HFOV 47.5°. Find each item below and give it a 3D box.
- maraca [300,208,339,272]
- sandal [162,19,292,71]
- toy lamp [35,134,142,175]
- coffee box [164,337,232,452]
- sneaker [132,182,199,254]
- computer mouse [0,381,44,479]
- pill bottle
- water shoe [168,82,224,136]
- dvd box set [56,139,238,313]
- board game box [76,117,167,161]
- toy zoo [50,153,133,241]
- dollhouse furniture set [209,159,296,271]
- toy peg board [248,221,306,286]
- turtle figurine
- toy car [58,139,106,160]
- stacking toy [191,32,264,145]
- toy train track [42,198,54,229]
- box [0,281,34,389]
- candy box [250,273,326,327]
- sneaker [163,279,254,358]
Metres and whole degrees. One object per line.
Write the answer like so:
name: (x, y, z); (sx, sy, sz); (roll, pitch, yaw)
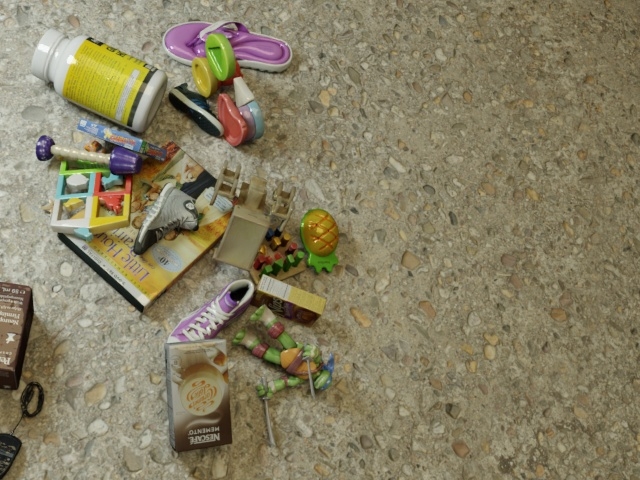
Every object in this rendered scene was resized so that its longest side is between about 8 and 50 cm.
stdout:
maraca: (0.000, 0.000, 2.082); (0.127, 0.099, 0.186); (-3, 83, -31)
sandal: (-0.283, -0.628, 2.283); (0.415, 0.102, 0.170); (0, 65, -21)
toy lamp: (-0.602, -0.221, 1.901); (0.274, 0.080, 0.080); (11, 60, 7)
coffee box: (-0.292, 0.364, 1.739); (0.141, 0.098, 0.247); (-4, 87, -21)
sneaker: (-0.386, -0.040, 1.888); (0.132, 0.086, 0.229); (27, 57, -8)
computer mouse: (-0.692, 0.430, 1.642); (0.071, 0.041, 0.242); (24, 52, -6)
pill bottle: (-0.610, -0.449, 2.019); (0.333, 0.188, 0.188); (24, 59, -8)
water shoe: (-0.353, -0.394, 2.156); (0.203, 0.073, 0.080); (39, 59, 1)
dvd box set: (-0.440, -0.049, 1.958); (0.307, 0.062, 0.420); (42, 58, 4)
board game box: (-0.530, -0.269, 1.954); (0.201, 0.136, 0.035); (21, 91, 18)
toy zoo: (-0.586, -0.112, 1.882); (0.192, 0.030, 0.293); (-5, 50, -5)
dollhouse furniture set: (-0.199, -0.062, 1.962); (0.212, 0.161, 0.242); (20, 35, -11)
toy peg board: (-0.132, 0.029, 2.026); (0.161, 0.079, 0.161); (-22, 74, -29)
turtle figurine: (-0.101, 0.309, 1.830); (0.266, 0.198, 0.274); (41, 54, 7)
toy car: (-0.647, -0.238, 1.986); (0.122, 0.040, 0.060); (-34, 80, -31)
stacking toy: (-0.236, -0.453, 2.115); (0.130, 0.279, 0.309); (-23, 79, -27)
toy train track: (-0.699, -0.067, 1.898); (0.048, 0.014, 0.083); (-2, 71, -30)
box: (-0.753, 0.212, 1.645); (0.168, 0.167, 0.203); (9, 62, -16)
candy box: (-0.090, 0.165, 1.956); (0.186, 0.109, 0.053); (23, 59, -8)
sneaker: (-0.279, 0.194, 1.840); (0.102, 0.161, 0.282); (44, 59, 2)
